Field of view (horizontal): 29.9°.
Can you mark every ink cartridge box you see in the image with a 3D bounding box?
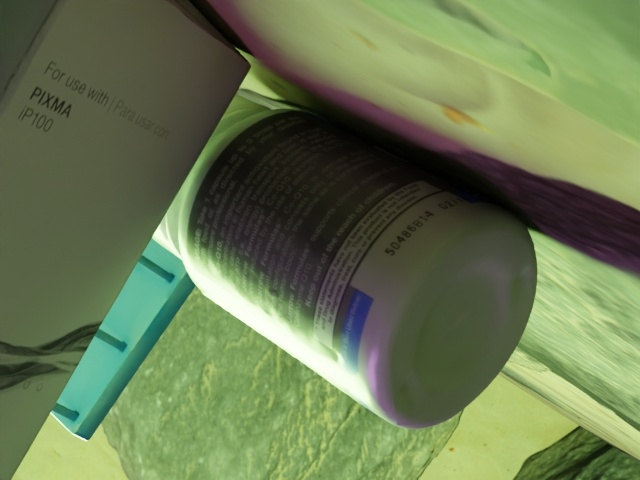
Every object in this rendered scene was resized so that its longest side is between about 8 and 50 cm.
[{"bbox_3d":[-0.185,0.001,0.395,0.207,0.283,0.117,32,-179,23],"label":"ink cartridge box"}]

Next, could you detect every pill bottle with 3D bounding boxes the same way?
[{"bbox_3d":[0.000,0.000,0.417,0.137,0.078,0.078,31,177,39],"label":"pill bottle"}]

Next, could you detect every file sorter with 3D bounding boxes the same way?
[{"bbox_3d":[-0.125,-0.018,0.572,0.118,0.170,0.104,30,174,44],"label":"file sorter"}]
